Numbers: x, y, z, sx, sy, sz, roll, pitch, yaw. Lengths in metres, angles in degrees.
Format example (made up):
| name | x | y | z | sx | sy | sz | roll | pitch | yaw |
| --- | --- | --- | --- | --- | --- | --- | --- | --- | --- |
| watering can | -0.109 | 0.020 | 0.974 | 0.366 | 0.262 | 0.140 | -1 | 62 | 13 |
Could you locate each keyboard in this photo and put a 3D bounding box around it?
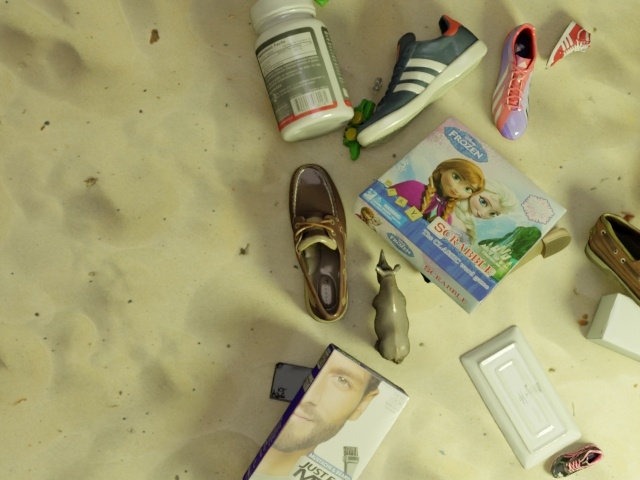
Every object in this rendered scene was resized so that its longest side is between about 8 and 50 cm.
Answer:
| name | x | y | z | sx | sy | sz | roll | pitch | yaw |
| --- | --- | --- | --- | --- | --- | --- | --- | --- | --- |
| keyboard | -0.014 | 0.322 | 1.891 | 0.180 | 0.023 | 0.108 | 10 | 77 | 0 |

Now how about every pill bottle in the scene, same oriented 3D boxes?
| name | x | y | z | sx | sy | sz | roll | pitch | yaw |
| --- | --- | --- | --- | --- | --- | --- | --- | --- | --- |
| pill bottle | -0.045 | -0.364 | 1.896 | 0.161 | 0.161 | 0.283 | -17 | 84 | -3 |

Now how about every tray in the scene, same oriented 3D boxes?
| name | x | y | z | sx | sy | sz | roll | pitch | yaw |
| --- | --- | --- | --- | --- | --- | --- | --- | --- | --- |
| tray | 0.423 | 0.329 | 1.898 | 0.145 | 0.030 | 0.270 | -30 | 85 | -5 |

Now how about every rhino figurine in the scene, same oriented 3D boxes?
| name | x | y | z | sx | sy | sz | roll | pitch | yaw |
| --- | --- | --- | --- | --- | --- | --- | --- | --- | --- |
| rhino figurine | 0.143 | 0.137 | 1.872 | 0.073 | 0.106 | 0.243 | -5 | 84 | -3 |

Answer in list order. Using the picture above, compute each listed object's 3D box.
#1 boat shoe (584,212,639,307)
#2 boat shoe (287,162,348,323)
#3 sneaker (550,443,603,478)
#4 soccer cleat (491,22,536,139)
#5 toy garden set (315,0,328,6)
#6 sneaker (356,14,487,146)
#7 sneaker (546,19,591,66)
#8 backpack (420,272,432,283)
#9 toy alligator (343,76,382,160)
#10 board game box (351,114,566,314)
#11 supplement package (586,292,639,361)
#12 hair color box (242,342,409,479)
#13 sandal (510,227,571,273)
| name | x | y | z | sx | sy | sz | roll | pitch | yaw |
| --- | --- | --- | --- | --- | --- | --- | --- | --- | --- |
| boat shoe | 0.665 | 0.060 | 1.824 | 0.111 | 0.104 | 0.307 | -29 | 53 | -31 |
| boat shoe | 0.000 | 0.000 | 1.875 | 0.123 | 0.123 | 0.342 | -5 | 84 | -2 |
| sneaker | 0.532 | 0.458 | 1.873 | 0.119 | 0.057 | 0.047 | -26 | 87 | -3 |
| soccer cleat | 0.419 | -0.341 | 1.939 | 0.083 | 0.095 | 0.248 | 8 | 83 | -1 |
| toy garden set | 0.005 | -0.646 | 1.970 | 0.204 | 0.049 | 0.244 | 42 | 74 | 3 |
| sneaker | 0.184 | -0.344 | 1.923 | 0.350 | 0.131 | 0.148 | -41 | 86 | -14 |
| sneaker | 0.546 | -0.418 | 1.978 | 0.067 | 0.042 | 0.118 | 32 | 82 | 5 |
| backpack | 0.245 | 0.029 | 1.888 | 0.084 | 0.105 | 0.114 | -8 | 85 | -4 |
| toy alligator | 0.085 | -0.262 | 1.946 | 0.051 | 0.056 | 0.189 | 11 | 81 | 41 |
| board game box | 0.284 | -0.061 | 1.837 | 0.319 | 0.066 | 0.318 | 42 | 60 | 11 |
| supplement package | 0.665 | 0.193 | 1.882 | 0.179 | 0.105 | 0.105 | 23 | 84 | 0 |
| hair color box | 0.007 | 0.399 | 1.821 | 0.185 | 0.110 | 0.338 | 33 | 88 | -3 |
| sandal | 0.407 | 0.013 | 1.923 | 0.240 | 0.088 | 0.079 | -20 | 53 | -10 |
